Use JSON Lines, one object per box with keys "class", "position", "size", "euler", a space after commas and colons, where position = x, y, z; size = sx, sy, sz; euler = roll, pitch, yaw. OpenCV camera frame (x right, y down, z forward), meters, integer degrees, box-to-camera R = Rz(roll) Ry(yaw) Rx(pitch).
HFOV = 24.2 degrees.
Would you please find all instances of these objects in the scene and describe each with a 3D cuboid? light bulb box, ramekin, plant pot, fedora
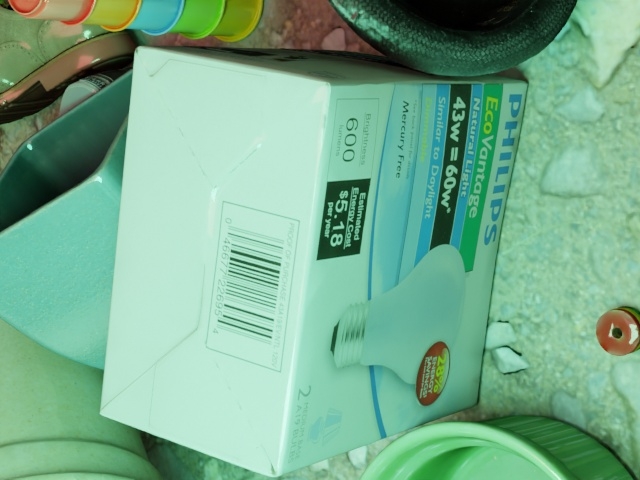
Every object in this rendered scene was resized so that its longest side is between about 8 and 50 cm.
{"class": "light bulb box", "position": [0.000, 0.000, 1.445], "size": [0.225, 0.361, 0.358], "euler": [15, 104, 33]}
{"class": "ramekin", "position": [0.185, 0.316, 1.473], "size": [0.303, 0.148, 0.303], "euler": [4, 97, 36]}
{"class": "plant pot", "position": [-0.338, 0.225, 1.673], "size": [0.334, 0.333, 0.305], "euler": [-44, 46, 32]}
{"class": "plant pot", "position": [-0.200, -0.003, 1.607], "size": [0.247, 0.248, 0.252], "euler": [-29, 116, 30]}
{"class": "fedora", "position": [0.094, -0.297, 1.441], "size": [0.334, 0.334, 0.152], "euler": [70, 157, 9]}

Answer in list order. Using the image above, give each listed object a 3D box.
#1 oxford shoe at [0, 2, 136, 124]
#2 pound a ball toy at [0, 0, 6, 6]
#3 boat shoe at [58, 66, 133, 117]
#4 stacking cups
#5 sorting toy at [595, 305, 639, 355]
{"class": "oxford shoe", "position": [-0.382, -0.225, 1.856], "size": [0.348, 0.123, 0.130], "euler": [-20, 90, 26]}
{"class": "pound a ball toy", "position": [-0.559, -0.257, 1.979], "size": [0.319, 0.135, 0.208], "euler": [-44, 70, 31]}
{"class": "boat shoe", "position": [-0.273, -0.082, 1.801], "size": [0.113, 0.105, 0.306], "euler": [35, 130, 22]}
{"class": "stacking cups", "position": [-0.190, -0.262, 1.588], "size": [0.096, 0.316, 0.096], "euler": [4, 97, 34]}
{"class": "sorting toy", "position": [0.382, 0.072, 1.363], "size": [0.274, 0.046, 0.132], "euler": [-35, 74, 34]}
